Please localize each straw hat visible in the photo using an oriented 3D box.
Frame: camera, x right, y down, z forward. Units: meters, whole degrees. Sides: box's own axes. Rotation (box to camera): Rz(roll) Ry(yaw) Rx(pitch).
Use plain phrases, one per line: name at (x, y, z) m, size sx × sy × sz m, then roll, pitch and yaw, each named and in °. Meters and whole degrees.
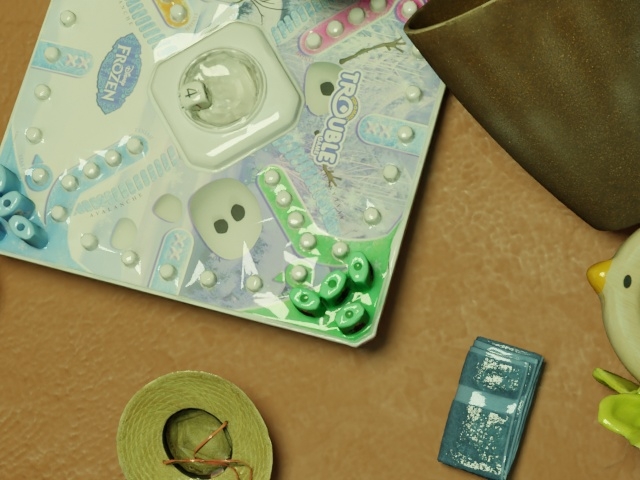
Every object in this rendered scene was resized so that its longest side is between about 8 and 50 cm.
straw hat at (-0.109, 0.179, 1.261) m, size 0.145 × 0.061 × 0.144 m, roll 1°, pitch 99°, yaw 4°

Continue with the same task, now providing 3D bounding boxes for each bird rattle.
bird rattle at (0.329, 0.069, 1.131) m, size 0.254 × 0.143 × 0.207 m, roll -28°, pitch 89°, yaw 9°

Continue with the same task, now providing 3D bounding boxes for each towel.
towel at (0.148, 0.148, 1.228) m, size 0.067 × 0.029 × 0.119 m, roll 16°, pitch 88°, yaw 14°

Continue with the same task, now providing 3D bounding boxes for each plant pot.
plant pot at (0.218, -0.131, 1.160) m, size 0.215 × 0.215 × 0.230 m, roll -30°, pitch 104°, yaw 7°

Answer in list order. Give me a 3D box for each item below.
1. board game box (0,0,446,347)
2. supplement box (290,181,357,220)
board game box at (-0.090, -0.137, 1.269) m, size 0.390 × 0.050 × 0.389 m, roll 14°, pitch 78°, yaw 13°
supplement box at (0.000, 0.000, 1.270) m, size 0.062 × 0.036 × 0.098 m, roll 7°, pitch 85°, yaw 11°
